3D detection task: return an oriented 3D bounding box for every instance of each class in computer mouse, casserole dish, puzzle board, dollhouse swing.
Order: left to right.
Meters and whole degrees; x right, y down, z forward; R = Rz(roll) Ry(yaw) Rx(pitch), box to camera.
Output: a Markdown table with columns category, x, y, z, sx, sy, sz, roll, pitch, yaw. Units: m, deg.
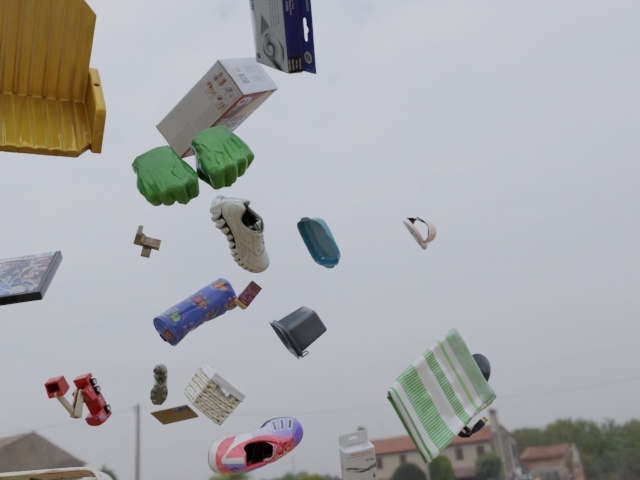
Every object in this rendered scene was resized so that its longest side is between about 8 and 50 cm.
| category | x | y | z | sx | sy | sz | roll | pitch | yaw |
| --- | --- | --- | --- | --- | --- | --- | --- | --- | --- |
| dollhouse swing | -0.728 | -0.437 | 1.682 | 0.346 | 0.315 | 0.305 | 2 | -43 | -31 |
| puzzle board | -0.473 | 0.564 | 2.131 | 0.128 | 0.011 | 0.096 | -15 | -41 | 8 |
| casserole dish | 0.000 | 0.000 | 2.009 | 0.114 | 0.037 | 0.188 | -4 | -58 | 45 |
| computer mouse | 0.492 | 0.503 | 2.098 | 0.262 | 0.184 | 0.060 | -45 | 6 | -16 |

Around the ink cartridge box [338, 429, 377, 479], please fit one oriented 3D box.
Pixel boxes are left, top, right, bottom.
| category | x | y | z | sx | sy | sz | roll | pitch | yaw |
| --- | --- | --- | --- | --- | --- | --- | --- | --- | --- |
| ink cartridge box | 0.121 | 0.714 | 2.111 | 0.104 | 0.180 | 0.060 | -8 | 6 | -16 |

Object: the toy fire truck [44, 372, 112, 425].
| category | x | y | z | sx | sy | sz | roll | pitch | yaw |
| --- | --- | --- | --- | --- | --- | --- | --- | --- | --- |
| toy fire truck | -0.632 | 0.420 | 1.722 | 0.047 | 0.192 | 0.135 | -17 | 16 | 16 |

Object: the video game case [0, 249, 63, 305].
| category | x | y | z | sx | sy | sz | roll | pitch | yaw |
| --- | --- | --- | --- | --- | --- | --- | --- | --- | --- |
| video game case | -0.913 | 0.115 | 1.922 | 0.248 | 0.275 | 0.035 | -8 | -66 | -6 |

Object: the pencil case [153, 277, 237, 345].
| category | x | y | z | sx | sy | sz | roll | pitch | yaw |
| --- | --- | --- | --- | --- | --- | --- | --- | --- | --- |
| pencil case | -0.426 | 0.246 | 2.259 | 0.306 | 0.119 | 0.133 | -32 | -24 | -39 |

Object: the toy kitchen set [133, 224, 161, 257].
| category | x | y | z | sx | sy | sz | roll | pitch | yaw |
| --- | --- | --- | --- | --- | --- | --- | --- | --- | --- |
| toy kitchen set | -0.555 | 0.007 | 2.101 | 0.083 | 0.068 | 0.075 | 16 | -34 | -16 |

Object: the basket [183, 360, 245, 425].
| category | x | y | z | sx | sy | sz | roll | pitch | yaw |
| --- | --- | --- | --- | --- | --- | --- | --- | --- | --- |
| basket | -0.285 | 0.401 | 1.727 | 0.113 | 0.103 | 0.167 | 43 | -14 | -15 |

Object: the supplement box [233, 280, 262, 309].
| category | x | y | z | sx | sy | sz | roll | pitch | yaw |
| --- | --- | --- | --- | --- | --- | --- | --- | --- | --- |
| supplement box | -0.227 | 0.171 | 2.039 | 0.043 | 0.083 | 0.055 | 39 | -17 | -5 |

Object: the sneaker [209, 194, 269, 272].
| category | x | y | z | sx | sy | sz | roll | pitch | yaw |
| --- | --- | --- | --- | --- | --- | --- | --- | --- | --- |
| sneaker | -0.209 | -0.012 | 1.905 | 0.118 | 0.110 | 0.292 | -4 | -45 | 26 |

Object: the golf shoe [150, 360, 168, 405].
| category | x | y | z | sx | sy | sz | roll | pitch | yaw |
| --- | --- | --- | --- | --- | --- | --- | --- | --- | --- |
| golf shoe | -0.621 | 0.554 | 2.558 | 0.069 | 0.176 | 0.086 | 9 | 14 | -7 |

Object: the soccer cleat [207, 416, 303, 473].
| category | x | y | z | sx | sy | sz | roll | pitch | yaw |
| --- | --- | --- | --- | --- | --- | --- | --- | --- | --- |
| soccer cleat | -0.129 | 0.509 | 1.621 | 0.116 | 0.109 | 0.318 | -8 | -7 | 37 |

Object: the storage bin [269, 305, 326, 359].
| category | x | y | z | sx | sy | sz | roll | pitch | yaw |
| --- | --- | --- | --- | --- | --- | --- | --- | --- | --- |
| storage bin | -0.043 | 0.203 | 1.468 | 0.091 | 0.098 | 0.135 | -34 | 9 | -11 |

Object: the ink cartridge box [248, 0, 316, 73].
| category | x | y | z | sx | sy | sz | roll | pitch | yaw |
| --- | --- | --- | --- | --- | --- | --- | --- | --- | --- |
| ink cartridge box | -0.101 | -0.542 | 1.659 | 0.045 | 0.224 | 0.223 | -25 | -54 | -30 |

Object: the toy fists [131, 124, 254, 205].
| category | x | y | z | sx | sy | sz | roll | pitch | yaw |
| --- | --- | --- | --- | --- | --- | --- | --- | --- | --- |
| toy fists | -0.289 | -0.164 | 1.523 | 0.279 | 0.142 | 0.096 | -24 | -39 | -23 |

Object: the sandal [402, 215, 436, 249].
| category | x | y | z | sx | sy | sz | roll | pitch | yaw |
| --- | --- | --- | --- | --- | --- | --- | --- | --- | --- |
| sandal | 0.329 | -0.035 | 2.114 | 0.076 | 0.102 | 0.265 | -36 | -14 | 8 |

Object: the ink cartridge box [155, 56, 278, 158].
| category | x | y | z | sx | sy | sz | roll | pitch | yaw |
| --- | --- | --- | --- | --- | --- | --- | --- | --- | --- |
| ink cartridge box | -0.293 | -0.405 | 1.980 | 0.309 | 0.130 | 0.272 | -37 | -2 | 31 |

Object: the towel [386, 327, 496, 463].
| category | x | y | z | sx | sy | sz | roll | pitch | yaw |
| --- | --- | --- | --- | --- | --- | --- | --- | --- | --- |
| towel | 0.345 | 0.433 | 1.853 | 0.325 | 0.248 | 0.038 | -31 | 1 | -34 |

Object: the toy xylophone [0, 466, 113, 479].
| category | x | y | z | sx | sy | sz | roll | pitch | yaw |
| --- | --- | --- | --- | --- | --- | --- | --- | --- | --- |
| toy xylophone | -0.602 | 0.566 | 1.468 | 0.322 | 0.081 | 0.236 | -7 | -25 | 4 |
